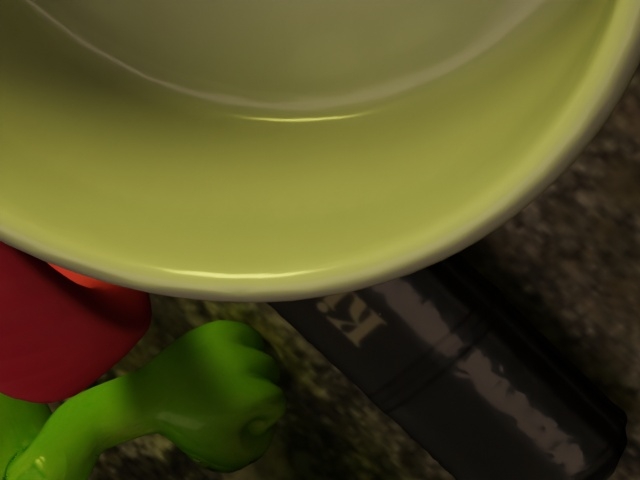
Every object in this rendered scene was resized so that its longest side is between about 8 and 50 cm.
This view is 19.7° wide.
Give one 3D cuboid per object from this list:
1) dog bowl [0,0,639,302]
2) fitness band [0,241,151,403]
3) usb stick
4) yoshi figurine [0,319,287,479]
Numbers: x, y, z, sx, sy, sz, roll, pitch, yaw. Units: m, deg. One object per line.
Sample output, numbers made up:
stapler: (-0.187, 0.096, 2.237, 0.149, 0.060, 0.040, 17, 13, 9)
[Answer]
dog bowl: (-0.031, -0.119, 0.512, 0.264, 0.104, 0.265, 7, 124, 11)
fitness band: (-0.172, -0.062, 0.650, 0.054, 0.209, 0.291, -41, 101, 6)
usb stick: (0.000, 0.000, 0.688, 0.278, 0.045, 0.077, 44, 139, -4)
yoshi figurine: (-0.107, 0.113, 0.783, 0.362, 0.203, 0.203, 39, 162, 18)
